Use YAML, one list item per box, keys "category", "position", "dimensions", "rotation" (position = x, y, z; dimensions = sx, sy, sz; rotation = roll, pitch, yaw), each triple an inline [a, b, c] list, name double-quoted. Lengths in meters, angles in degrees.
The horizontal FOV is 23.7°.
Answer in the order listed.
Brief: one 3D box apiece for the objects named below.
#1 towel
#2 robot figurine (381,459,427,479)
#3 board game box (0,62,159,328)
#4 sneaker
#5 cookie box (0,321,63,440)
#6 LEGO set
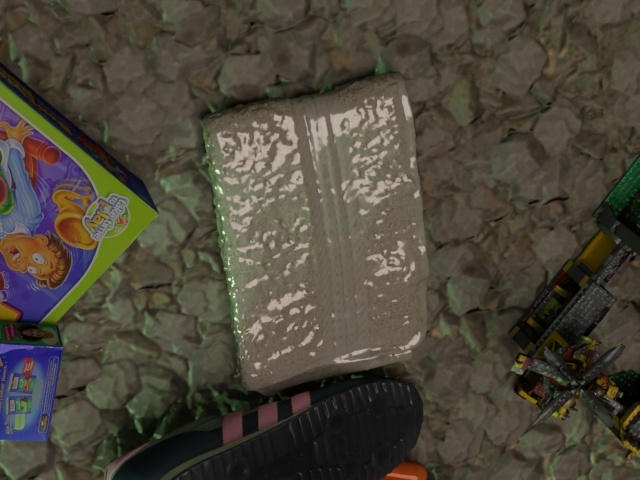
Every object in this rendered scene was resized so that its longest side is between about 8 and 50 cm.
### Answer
- category: "towel"
  position: [0.000, 0.000, 1.363]
  dimensions: [0.187, 0.049, 0.282]
  rotation: [-14, 116, -13]
- category: "robot figurine"
  position: [0.060, 0.299, 1.472]
  dimensions: [0.219, 0.128, 0.158]
  rotation: [5, 114, -21]
- category: "board game box"
  position: [-0.337, 0.019, 1.245]
  dimensions: [0.347, 0.078, 0.233]
  rotation: [-46, 118, 5]
- category: "sneaker"
  position: [-0.052, 0.185, 1.405]
  dimensions: [0.319, 0.131, 0.112]
  rotation: [-14, 109, -37]
- category: "cookie box"
  position: [-0.270, 0.113, 1.239]
  dimensions: [0.107, 0.040, 0.092]
  rotation: [5, 112, -20]
- category: "LEGO set"
  position: [0.345, 0.079, 1.426]
  dimensions: [0.331, 0.192, 0.255]
  rotation: [-45, 118, 5]
